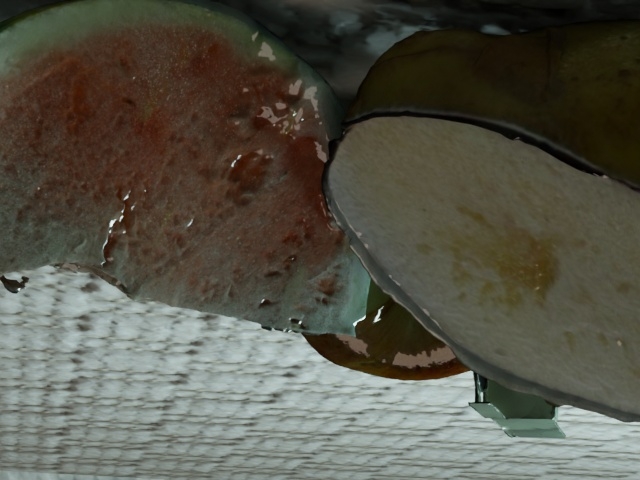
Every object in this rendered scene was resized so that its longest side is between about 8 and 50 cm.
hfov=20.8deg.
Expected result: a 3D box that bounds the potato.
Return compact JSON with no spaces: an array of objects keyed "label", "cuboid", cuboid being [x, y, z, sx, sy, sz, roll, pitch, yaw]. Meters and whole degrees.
[{"label":"potato","cuboid":[0.171,-0.037,1.028,0.300,0.196,0.246,24,144,12]}]

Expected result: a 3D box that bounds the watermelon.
[{"label":"watermelon","cuboid":[-0.101,-0.034,1.039,0.305,0.180,0.224,14,149,-36]}]

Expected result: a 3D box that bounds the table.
[{"label":"table","cuboid":[0.173,0.084,1.495,0.062,0.146,0.175,-2,164,15]}]

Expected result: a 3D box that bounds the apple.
[{"label":"apple","cuboid":[0.067,0.008,1.197,0.195,0.173,0.160,5,161,-4]}]
